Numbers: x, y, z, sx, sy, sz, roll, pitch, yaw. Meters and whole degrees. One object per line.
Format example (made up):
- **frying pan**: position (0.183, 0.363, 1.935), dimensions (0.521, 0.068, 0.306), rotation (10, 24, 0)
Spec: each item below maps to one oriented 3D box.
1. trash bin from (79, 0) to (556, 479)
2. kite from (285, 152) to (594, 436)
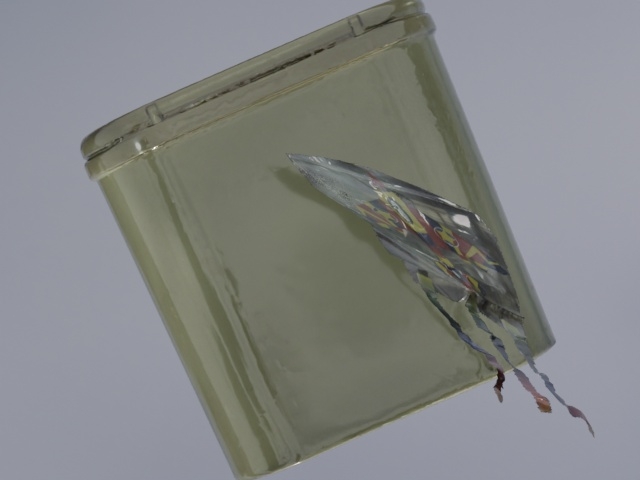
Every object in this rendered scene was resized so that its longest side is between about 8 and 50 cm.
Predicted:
- **trash bin**: position (0.000, 0.000, 1.145), dimensions (0.243, 0.121, 0.247), rotation (-23, -90, -3)
- **kite**: position (0.078, 0.032, 0.965), dimensions (0.141, 0.245, 0.015), rotation (25, -110, 44)
